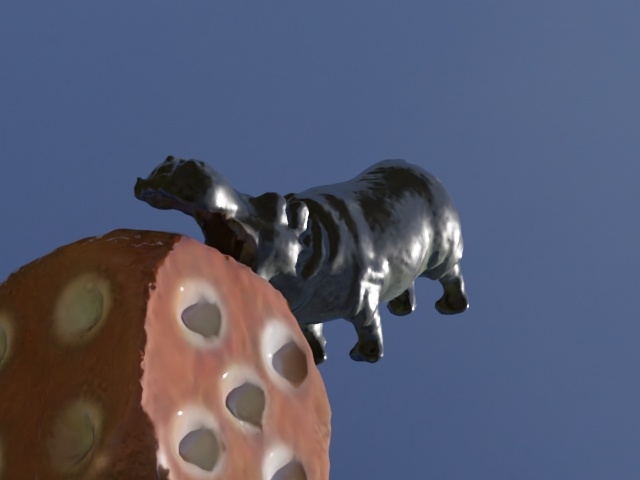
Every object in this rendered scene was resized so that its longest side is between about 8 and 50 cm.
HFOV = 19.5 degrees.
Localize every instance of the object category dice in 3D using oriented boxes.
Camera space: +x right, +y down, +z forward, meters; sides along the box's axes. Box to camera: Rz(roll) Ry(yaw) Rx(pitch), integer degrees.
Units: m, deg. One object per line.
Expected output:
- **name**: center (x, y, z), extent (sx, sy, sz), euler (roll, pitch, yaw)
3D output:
- **dice**: center (-0.111, 0.109, 1.090), extent (0.174, 0.175, 0.179), euler (-23, -124, 33)

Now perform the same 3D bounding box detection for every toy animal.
- **toy animal**: center (-0.002, 0.017, 1.479), extent (0.106, 0.343, 0.168), euler (-5, -92, 38)
